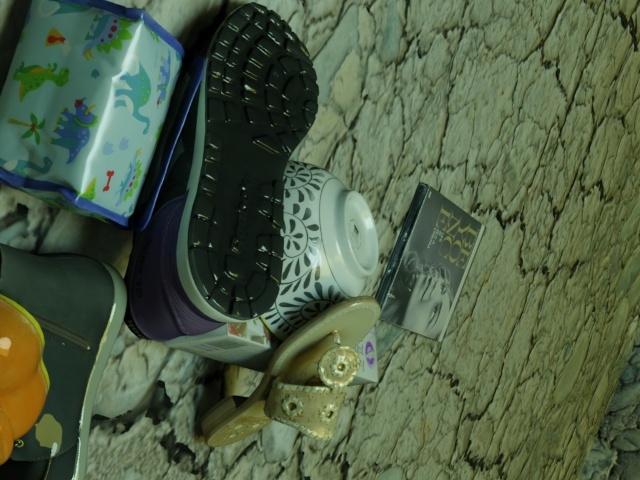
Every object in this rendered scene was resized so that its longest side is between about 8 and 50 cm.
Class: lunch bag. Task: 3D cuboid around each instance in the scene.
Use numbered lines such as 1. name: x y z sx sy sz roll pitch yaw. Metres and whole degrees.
1. lunch bag: -0.138 -0.077 0.732 0.151 0.096 0.128 38 71 -76

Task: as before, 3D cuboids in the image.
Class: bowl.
1. bowl: 0.000 0.000 0.958 0.170 0.080 0.170 -13 90 -68

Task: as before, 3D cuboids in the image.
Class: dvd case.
1. dvd case: 0.137 0.034 1.366 0.221 0.018 0.164 26 84 -62

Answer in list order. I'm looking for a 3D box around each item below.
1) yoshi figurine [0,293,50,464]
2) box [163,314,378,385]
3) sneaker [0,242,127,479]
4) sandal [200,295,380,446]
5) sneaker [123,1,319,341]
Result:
1. yoshi figurine: -0.288 0.143 0.482 0.203 0.204 0.362 43 55 -17
2. box: -0.035 0.086 1.024 0.324 0.067 0.063 28 55 -61
3. sneaker: -0.214 0.109 0.737 0.118 0.083 0.222 20 82 -56
4. sandal: -0.014 0.141 0.959 0.088 0.079 0.240 1 147 -44
5. sneaker: -0.090 -0.057 0.837 0.107 0.124 0.283 37 49 -32
